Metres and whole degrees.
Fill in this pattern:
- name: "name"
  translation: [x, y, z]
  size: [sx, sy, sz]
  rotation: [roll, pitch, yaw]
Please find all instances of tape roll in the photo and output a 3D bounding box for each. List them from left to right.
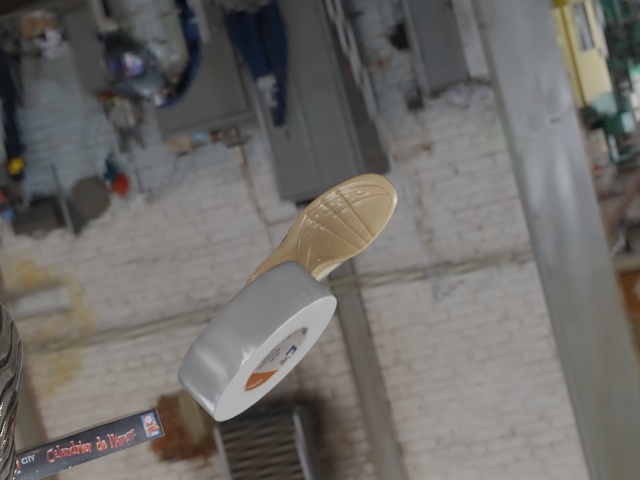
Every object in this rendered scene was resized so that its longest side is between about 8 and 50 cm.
- name: "tape roll"
  translation: [-0.080, 0.129, 1.788]
  size: [0.219, 0.072, 0.219]
  rotation: [-42, 164, -15]

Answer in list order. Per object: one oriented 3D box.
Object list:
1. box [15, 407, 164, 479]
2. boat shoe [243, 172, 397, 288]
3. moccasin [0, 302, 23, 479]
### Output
- name: "box"
  translation: [-0.361, 0.303, 2.030]
  size: [0.233, 0.044, 0.159]
  rotation: [-17, 178, -24]
- name: "boat shoe"
  translation: [0.000, 0.000, 2.034]
  size: [0.285, 0.103, 0.092]
  rotation: [-47, -174, 19]
- name: "moccasin"
  translation: [-0.434, 0.196, 1.660]
  size: [0.147, 0.139, 0.380]
  rotation: [13, 141, -2]
